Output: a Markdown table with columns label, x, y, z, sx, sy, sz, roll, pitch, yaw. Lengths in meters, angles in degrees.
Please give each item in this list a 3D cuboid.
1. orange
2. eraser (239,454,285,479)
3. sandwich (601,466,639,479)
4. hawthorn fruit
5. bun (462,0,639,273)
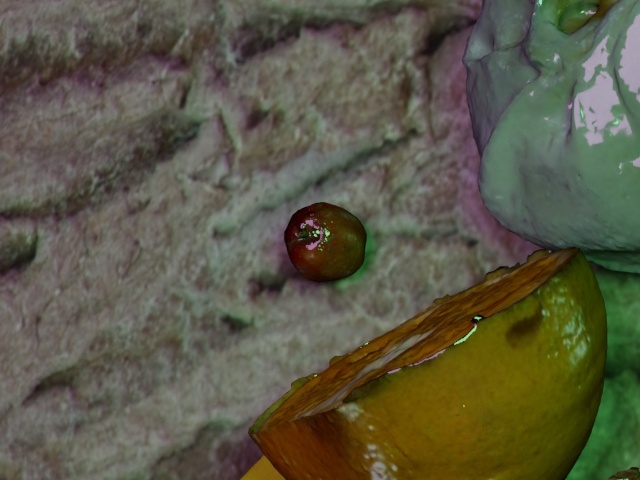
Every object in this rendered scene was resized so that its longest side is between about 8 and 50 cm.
| label | x | y | z | sx | sy | sz | roll | pitch | yaw |
| --- | --- | --- | --- | --- | --- | --- | --- | --- | --- |
| orange | 0.090 | 0.106 | 1.480 | 0.274 | 0.274 | 0.310 | 55 | 148 | 33 |
| eraser | -0.021 | 0.226 | 1.652 | 0.122 | 0.045 | 0.097 | -44 | 57 | 14 |
| sandwich | 0.194 | 0.340 | 1.445 | 0.249 | 0.095 | 0.273 | -33 | 60 | 24 |
| hawthorn fruit | 0.002 | 0.000 | 1.696 | 0.077 | 0.077 | 0.077 | -11 | 68 | 30 |
| bun | 0.254 | -0.142 | 1.505 | 0.354 | 0.194 | 0.354 | -13 | 66 | 31 |
